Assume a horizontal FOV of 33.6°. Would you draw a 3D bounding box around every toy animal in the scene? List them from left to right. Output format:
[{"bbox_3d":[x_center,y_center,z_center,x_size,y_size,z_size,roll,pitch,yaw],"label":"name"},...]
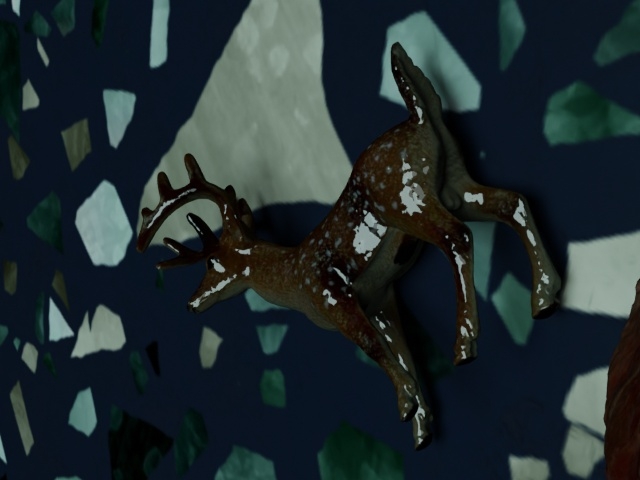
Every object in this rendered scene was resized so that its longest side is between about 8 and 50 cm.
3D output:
[{"bbox_3d":[0.012,0.003,0.673,0.243,0.087,0.260,-47,59,24],"label":"toy animal"}]

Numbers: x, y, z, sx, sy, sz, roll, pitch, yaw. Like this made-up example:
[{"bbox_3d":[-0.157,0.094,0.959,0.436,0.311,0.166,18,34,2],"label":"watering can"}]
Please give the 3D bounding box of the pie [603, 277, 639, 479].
[{"bbox_3d":[0.175,0.015,0.418,0.054,0.204,0.219,25,129,5],"label":"pie"}]
